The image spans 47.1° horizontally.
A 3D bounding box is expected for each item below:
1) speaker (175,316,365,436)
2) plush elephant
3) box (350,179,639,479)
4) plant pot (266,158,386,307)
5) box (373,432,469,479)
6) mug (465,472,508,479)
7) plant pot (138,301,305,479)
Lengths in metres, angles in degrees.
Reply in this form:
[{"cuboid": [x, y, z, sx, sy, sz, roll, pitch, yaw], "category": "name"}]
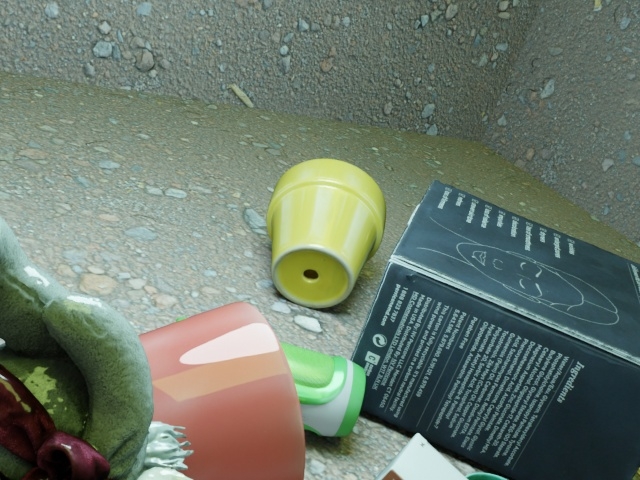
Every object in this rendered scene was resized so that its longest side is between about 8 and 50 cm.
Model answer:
[{"cuboid": [-0.088, 0.207, 1.114, 0.297, 0.131, 0.131, 17, 24, -7], "category": "speaker"}, {"cuboid": [-0.219, 0.195, 0.562, 0.330, 0.272, 0.255, 39, 13, -33], "category": "plush elephant"}, {"cuboid": [0.340, 0.157, 1.333, 0.472, 0.297, 0.480, 22, 24, 9], "category": "box"}, {"cuboid": [0.000, 0.000, 1.506, 0.254, 0.254, 0.239, 18, 40, -3], "category": "plant pot"}, {"cuboid": [0.104, 0.345, 0.882, 0.130, 0.170, 0.091, 41, 29, 14], "category": "box"}, {"cuboid": [0.239, 0.399, 0.988, 0.158, 0.097, 0.129, 20, 23, 0], "category": "mug"}, {"cuboid": [-0.184, 0.225, 0.868, 0.243, 0.274, 0.275, -9, 35, -28], "category": "plant pot"}]
